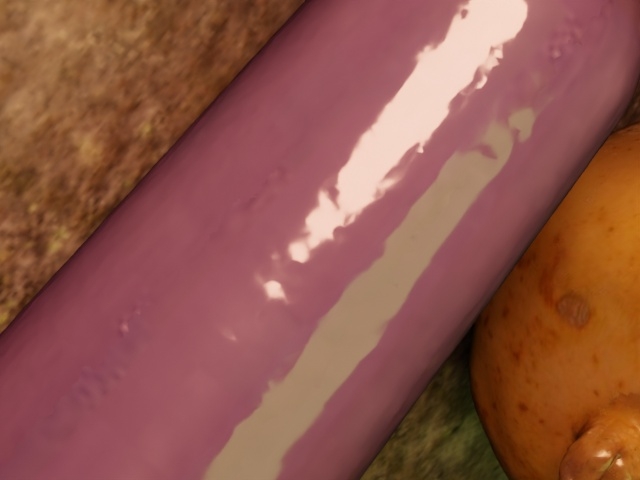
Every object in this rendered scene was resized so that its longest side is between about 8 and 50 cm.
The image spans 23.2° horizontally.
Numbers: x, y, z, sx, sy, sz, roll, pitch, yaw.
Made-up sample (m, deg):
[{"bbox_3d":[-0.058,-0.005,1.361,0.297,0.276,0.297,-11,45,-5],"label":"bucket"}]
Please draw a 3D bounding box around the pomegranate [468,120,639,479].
[{"bbox_3d":[0.256,0.080,1.038,0.342,0.342,0.342,-24,137,-24],"label":"pomegranate"}]

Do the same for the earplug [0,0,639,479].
[{"bbox_3d":[0.000,0.000,0.846,0.456,0.215,0.215,-51,141,2],"label":"earplug"}]
